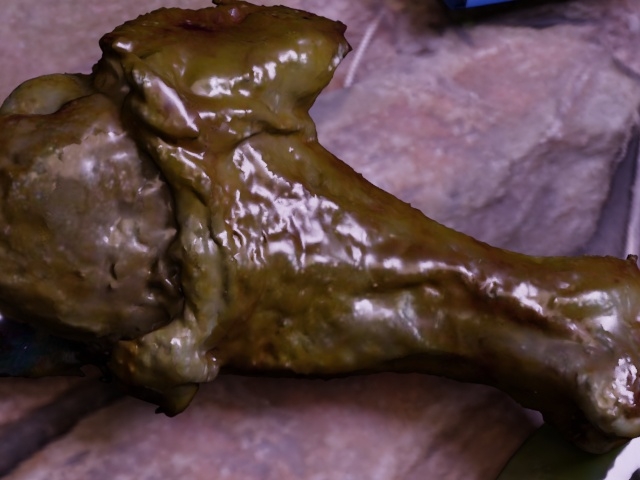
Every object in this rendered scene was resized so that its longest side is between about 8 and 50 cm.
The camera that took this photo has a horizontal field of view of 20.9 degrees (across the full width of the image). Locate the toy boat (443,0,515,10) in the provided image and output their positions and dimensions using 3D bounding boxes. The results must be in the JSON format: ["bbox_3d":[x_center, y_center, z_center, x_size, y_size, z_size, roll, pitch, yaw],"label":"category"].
[{"bbox_3d":[0.198,-0.215,0.995,0.295,0.129,0.088,-15,42,-20],"label":"toy boat"}]

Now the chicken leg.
[{"bbox_3d":[-0.007,-0.013,0.864,0.361,0.140,0.212,5,90,-9],"label":"chicken leg"}]

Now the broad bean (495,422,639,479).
[{"bbox_3d":[0.159,0.157,0.888,0.153,0.072,0.207,30,56,-4],"label":"broad bean"}]
